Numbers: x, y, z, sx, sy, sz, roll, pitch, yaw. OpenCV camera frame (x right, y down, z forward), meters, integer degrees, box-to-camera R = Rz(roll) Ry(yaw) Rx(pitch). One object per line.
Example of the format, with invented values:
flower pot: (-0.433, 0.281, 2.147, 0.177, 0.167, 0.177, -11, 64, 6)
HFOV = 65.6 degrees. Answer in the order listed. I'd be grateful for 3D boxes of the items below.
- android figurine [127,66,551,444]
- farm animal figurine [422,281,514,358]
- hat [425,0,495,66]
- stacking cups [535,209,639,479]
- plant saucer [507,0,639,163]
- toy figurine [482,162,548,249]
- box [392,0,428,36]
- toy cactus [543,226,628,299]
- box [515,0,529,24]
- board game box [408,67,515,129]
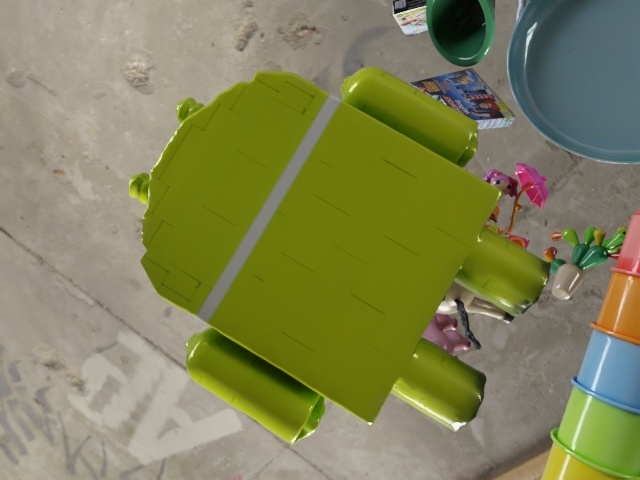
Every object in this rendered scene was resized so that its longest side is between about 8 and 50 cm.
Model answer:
android figurine: (0.000, 0.000, 0.331, 0.272, 0.056, 0.248, 29, 86, 6)
farm animal figurine: (0.085, 0.016, 0.676, 0.172, 0.327, 0.330, 12, 152, -18)
hat: (0.339, -0.496, 1.026, 0.173, 0.183, 0.209, 30, 147, 44)
stacking cups: (0.310, 0.129, 0.505, 0.095, 0.096, 0.317, 17, 92, 10)
plant saucer: (0.424, -0.253, 0.679, 0.317, 0.043, 0.318, -4, 79, 20)
toy figurine: (0.299, -0.056, 0.823, 0.173, 0.130, 0.159, 24, 84, 9)
box: (0.281, -0.534, 1.140, 0.206, 0.114, 0.036, -4, 83, 27)
toy cactus: (0.527, 0.049, 1.013, 0.112, 0.180, 0.219, 46, 156, -12)
box: (0.615, -0.653, 1.329, 0.097, 0.318, 0.396, 7, 95, 38)
board game box: (0.295, -0.304, 1.107, 0.193, 0.194, 0.060, -9, 142, -18)
